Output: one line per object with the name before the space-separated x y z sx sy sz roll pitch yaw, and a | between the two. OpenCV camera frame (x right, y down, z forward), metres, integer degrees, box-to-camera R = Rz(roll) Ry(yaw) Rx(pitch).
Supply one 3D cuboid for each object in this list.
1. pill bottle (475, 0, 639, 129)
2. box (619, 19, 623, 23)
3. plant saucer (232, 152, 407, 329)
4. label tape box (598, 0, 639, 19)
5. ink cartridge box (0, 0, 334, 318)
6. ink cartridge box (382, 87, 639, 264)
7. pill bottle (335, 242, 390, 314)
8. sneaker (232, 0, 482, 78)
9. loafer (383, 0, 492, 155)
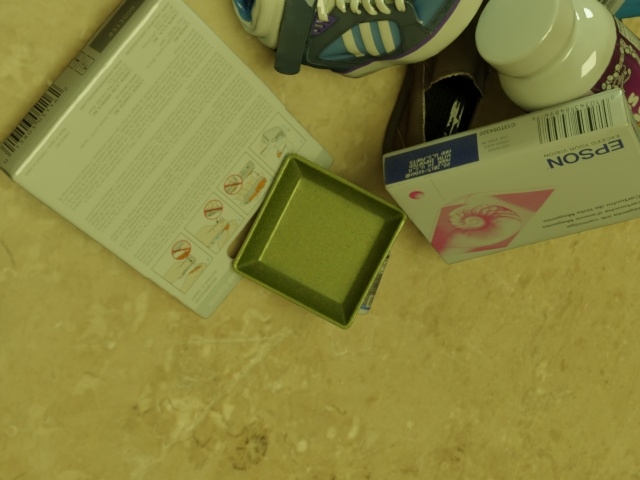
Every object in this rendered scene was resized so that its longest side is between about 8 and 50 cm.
pill bottle | 0.343 -0.223 1.466 0.302 0.169 0.169 26 91 -40
box | 0.392 -0.246 1.668 0.153 0.108 0.207 -36 113 -11
plant saucer | 0.000 0.000 1.555 0.188 0.045 0.188 28 96 5
label tape box | 0.371 -0.476 1.586 0.241 0.106 0.333 -11 67 -19
ink cartridge box | -0.197 -0.112 1.495 0.308 0.091 0.385 -52 131 -5
ink cartridge box | 0.297 -0.057 1.522 0.324 0.071 0.330 -15 146 23
pill bottle | 0.056 0.033 1.613 0.078 0.078 0.137 18 95 -25
sneaker | 0.027 -0.314 1.397 0.236 0.323 0.130 19 69 -31
loafer | 0.198 -0.250 1.576 0.134 0.130 0.365 7 99 -23
